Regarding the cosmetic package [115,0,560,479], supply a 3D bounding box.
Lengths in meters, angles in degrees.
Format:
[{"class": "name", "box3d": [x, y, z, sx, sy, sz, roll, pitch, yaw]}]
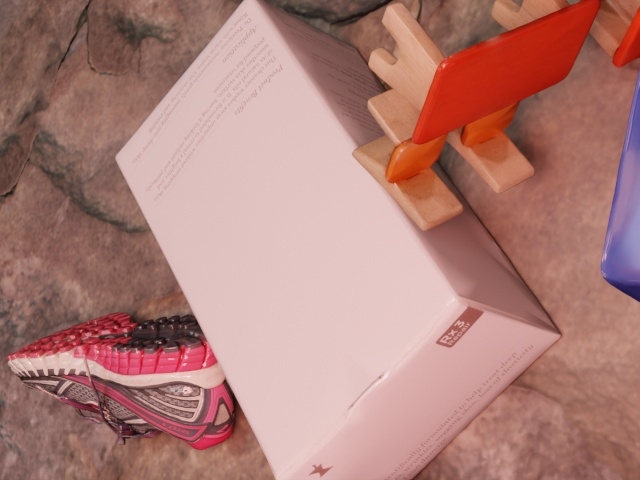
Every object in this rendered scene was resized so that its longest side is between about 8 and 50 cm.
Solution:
[{"class": "cosmetic package", "box3d": [0.000, 0.000, 1.167, 0.217, 0.156, 0.385, -46, 53, 22]}]

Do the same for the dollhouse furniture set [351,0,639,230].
[{"class": "dollhouse furniture set", "box3d": [0.170, -0.139, 0.976, 0.135, 0.259, 0.262, 50, 149, 24]}]

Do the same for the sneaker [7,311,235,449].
[{"class": "sneaker", "box3d": [-0.200, 0.139, 1.331, 0.299, 0.121, 0.112, 0, 108, 49]}]

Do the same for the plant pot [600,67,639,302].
[{"class": "plant pot", "box3d": [0.330, -0.050, 0.847, 0.212, 0.236, 0.236, 8, 82, 35]}]
